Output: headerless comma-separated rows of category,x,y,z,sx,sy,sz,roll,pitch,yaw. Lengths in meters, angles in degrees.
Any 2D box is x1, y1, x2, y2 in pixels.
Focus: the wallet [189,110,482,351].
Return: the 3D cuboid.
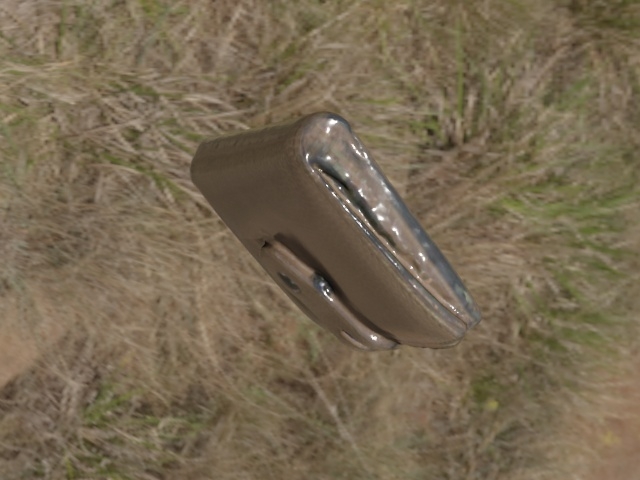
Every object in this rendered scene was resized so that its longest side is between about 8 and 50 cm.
wallet,0.000,0.000,0.498,0.039,0.152,0.118,-45,104,-18
